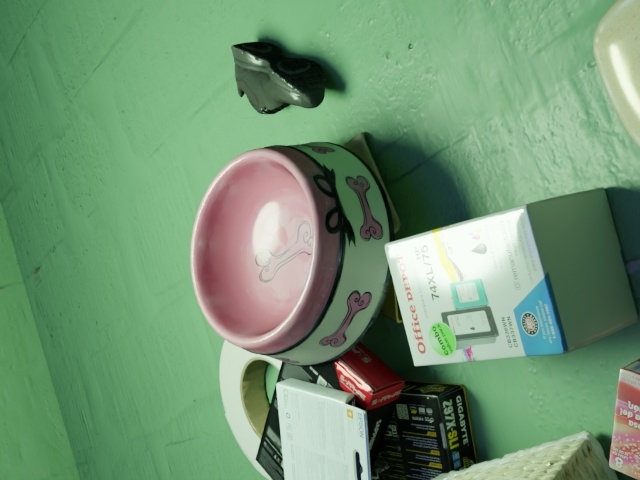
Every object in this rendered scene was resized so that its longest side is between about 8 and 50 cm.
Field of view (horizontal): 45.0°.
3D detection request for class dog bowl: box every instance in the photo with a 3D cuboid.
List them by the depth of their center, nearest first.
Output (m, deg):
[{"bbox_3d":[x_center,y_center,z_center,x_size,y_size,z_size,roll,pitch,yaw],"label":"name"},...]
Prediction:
[{"bbox_3d":[-0.072,0.017,1.352,0.407,0.150,0.408,-6,81,44],"label":"dog bowl"}]

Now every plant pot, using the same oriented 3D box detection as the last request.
[{"bbox_3d":[0.143,0.094,1.377,0.083,0.081,0.081,8,106,61],"label":"plant pot"}]

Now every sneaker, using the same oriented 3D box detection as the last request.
[{"bbox_3d":[-0.082,-0.304,1.532,0.286,0.109,0.130,41,135,47],"label":"sneaker"}]

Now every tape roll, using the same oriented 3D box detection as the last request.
[{"bbox_3d":[-0.091,0.351,1.717,0.392,0.072,0.392,15,110,46],"label":"tape roll"}]

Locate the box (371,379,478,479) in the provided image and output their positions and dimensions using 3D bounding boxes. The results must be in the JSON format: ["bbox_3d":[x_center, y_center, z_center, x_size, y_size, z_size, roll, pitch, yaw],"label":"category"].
[{"bbox_3d":[0.146,0.394,1.447,0.322,0.079,0.257,-9,94,50],"label":"box"}]

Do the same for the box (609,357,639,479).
[{"bbox_3d":[0.521,0.240,0.914,0.299,0.154,0.142,16,112,45],"label":"box"}]

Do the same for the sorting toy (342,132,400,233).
[{"bbox_3d":[0.055,-0.070,1.460,0.193,0.038,0.208,-34,68,41],"label":"sorting toy"}]

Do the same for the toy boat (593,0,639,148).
[{"bbox_3d":[0.479,-0.212,0.858,0.318,0.148,0.268,-34,78,50],"label":"toy boat"}]

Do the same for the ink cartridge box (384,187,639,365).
[{"bbox_3d":[0.270,0.059,1.123,0.270,0.197,0.198,-18,85,50],"label":"ink cartridge box"}]

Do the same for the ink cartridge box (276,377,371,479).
[{"bbox_3d":[0.019,0.369,1.355,0.223,0.045,0.224,7,105,45],"label":"ink cartridge box"}]

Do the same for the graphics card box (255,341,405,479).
[{"bbox_3d":[0.007,0.348,1.467,0.232,0.094,0.371,38,124,37],"label":"graphics card box"}]

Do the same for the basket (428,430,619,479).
[{"bbox_3d":[0.283,0.501,1.111,0.331,0.266,0.329,-30,77,33],"label":"basket"}]
